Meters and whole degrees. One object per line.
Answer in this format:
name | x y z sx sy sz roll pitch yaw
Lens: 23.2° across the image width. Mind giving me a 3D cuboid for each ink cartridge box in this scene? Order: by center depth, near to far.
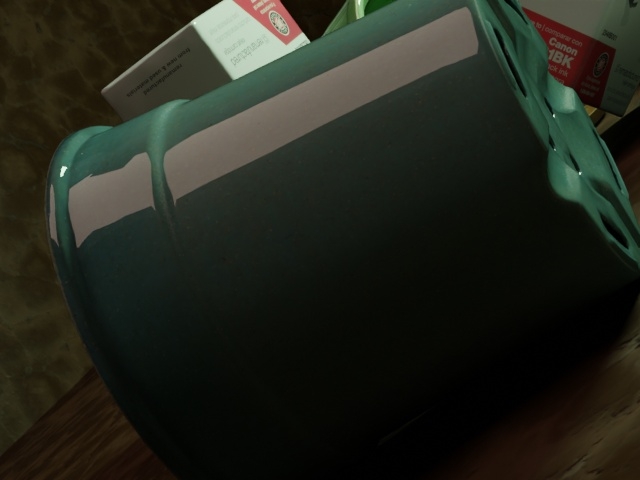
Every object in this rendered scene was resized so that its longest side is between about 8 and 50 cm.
ink cartridge box | 0.292 -0.278 1.575 0.197 0.114 0.273 4 -68 -63
ink cartridge box | -0.053 -0.108 1.946 0.160 0.385 0.279 -33 8 24

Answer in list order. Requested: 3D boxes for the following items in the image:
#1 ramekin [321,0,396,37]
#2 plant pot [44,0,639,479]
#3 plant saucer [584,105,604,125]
ramekin | 0.134 -0.187 1.848 0.303 0.303 0.148 -46 1 -44
plant pot | 0.036 -0.011 1.149 0.334 0.341 0.341 -28 10 18
plant saucer | 0.292 -0.131 1.758 0.083 0.015 0.083 -39 6 5
